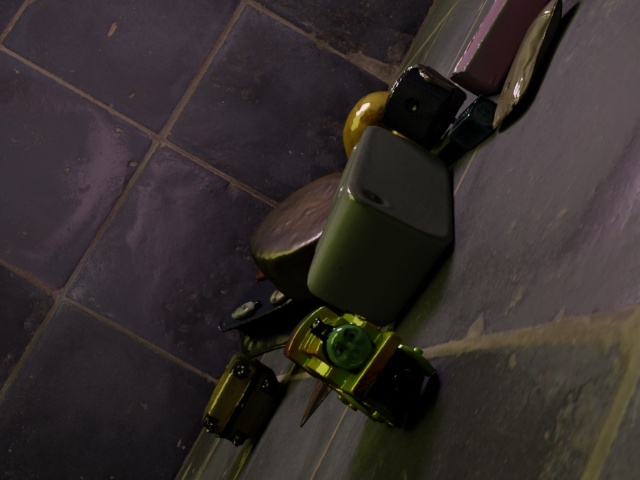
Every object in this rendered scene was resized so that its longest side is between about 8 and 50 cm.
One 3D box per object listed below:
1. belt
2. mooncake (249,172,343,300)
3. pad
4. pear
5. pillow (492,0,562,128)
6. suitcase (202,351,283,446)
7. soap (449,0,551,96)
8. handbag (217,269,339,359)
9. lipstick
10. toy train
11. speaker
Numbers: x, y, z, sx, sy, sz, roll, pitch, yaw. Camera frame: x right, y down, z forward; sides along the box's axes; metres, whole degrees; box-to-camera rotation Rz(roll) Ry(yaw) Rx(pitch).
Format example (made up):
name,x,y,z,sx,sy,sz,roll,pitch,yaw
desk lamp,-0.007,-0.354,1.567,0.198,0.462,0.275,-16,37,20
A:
name,x,y,z,sx,sy,sz,roll,pitch,yaw
belt,0.207,-0.251,1.648,0.140,0.126,0.230,-61,-12,13
mooncake,0.000,0.000,1.830,0.290,0.161,0.290,-28,26,15
pad,0.058,0.182,1.605,0.330,0.004,0.220,-56,6,38
pear,0.148,-0.226,1.943,0.209,0.208,0.209,-59,5,8
pillow,0.327,-0.282,1.377,0.233,0.038,0.131,-64,3,-18
suitcase,-0.187,0.387,2.106,0.194,0.143,0.235,-61,6,-2
soap,0.347,-0.400,1.610,0.259,0.081,0.181,-59,4,4
handbag,-0.066,0.110,2.076,0.303,0.122,0.329,-24,26,41
lipstick,0.242,-0.180,1.572,0.051,0.051,0.312,-61,4,-15
toy train,0.041,0.151,1.091,0.100,0.160,0.296,-54,4,-10
speaker,0.100,-0.035,1.455,0.406,0.183,0.184,-72,8,-66
